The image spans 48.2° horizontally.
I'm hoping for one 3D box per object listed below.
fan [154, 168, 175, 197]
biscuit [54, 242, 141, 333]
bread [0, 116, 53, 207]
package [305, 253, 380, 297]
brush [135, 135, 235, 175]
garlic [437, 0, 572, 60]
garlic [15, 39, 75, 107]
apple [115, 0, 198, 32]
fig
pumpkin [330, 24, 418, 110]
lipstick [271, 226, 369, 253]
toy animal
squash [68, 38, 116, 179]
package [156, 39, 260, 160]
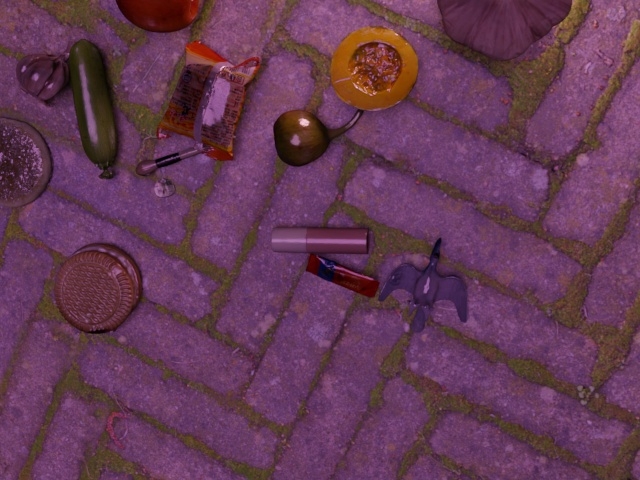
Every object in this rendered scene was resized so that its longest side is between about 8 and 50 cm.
[{"bbox_3d":[-0.441,-0.153,1.982,0.060,0.003,0.080,-37,92,13],"label":"fan"},{"bbox_3d":[-0.631,0.137,2.026,0.259,0.079,0.259,2,100,9],"label":"biscuit"},{"bbox_3d":[-0.891,-0.221,2.031,0.267,0.040,0.266,2,99,9],"label":"bread"},{"bbox_3d":[0.058,0.096,1.911,0.200,0.022,0.083,21,140,6],"label":"package"},{"bbox_3d":[-0.368,-0.231,1.940,0.299,0.042,0.039,-16,124,10],"label":"brush"},{"bbox_3d":[0.404,-0.574,1.634,0.318,0.259,0.317,1,100,5],"label":"garlic"},{"bbox_3d":[-0.724,-0.460,1.929,0.131,0.127,0.194,43,84,4],"label":"garlic"},{"bbox_3d":[-0.406,-0.632,1.786,0.201,0.218,0.218,11,101,0],"label":"apple"},{"bbox_3d":[-0.001,-0.280,1.843,0.245,0.149,0.149,-15,97,-7],"label":"fig"},{"bbox_3d":[0.141,-0.420,1.792,0.217,0.110,0.217,-1,87,13],"label":"pumpkin"},{"bbox_3d":[0.000,0.000,1.897,0.255,0.070,0.070,1,100,9],"label":"lipstick"},{"bbox_3d":[0.285,0.129,1.870,0.239,0.176,0.255,19,137,9],"label":"toy animal"},{"bbox_3d":[-0.612,-0.352,1.931,0.101,0.101,0.378,-4,100,11],"label":"squash"},{"bbox_3d":[-0.298,-0.368,1.862,0.223,0.108,0.288,20,96,10],"label":"package"}]
